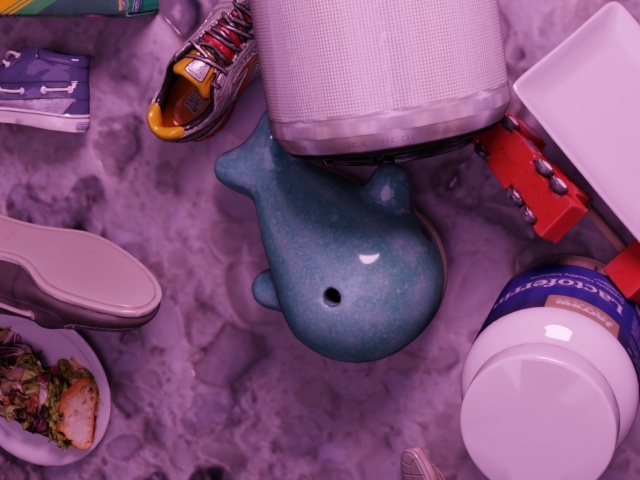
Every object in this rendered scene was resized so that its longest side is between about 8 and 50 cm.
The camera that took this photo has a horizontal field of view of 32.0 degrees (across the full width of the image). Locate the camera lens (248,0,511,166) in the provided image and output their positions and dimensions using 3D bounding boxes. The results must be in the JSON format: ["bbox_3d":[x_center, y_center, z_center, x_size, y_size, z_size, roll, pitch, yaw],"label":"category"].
[{"bbox_3d":[0.047,-0.213,0.991,0.219,0.219,0.274,-5,103,20],"label":"camera lens"}]

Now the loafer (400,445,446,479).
[{"bbox_3d":[0.123,0.276,1.205,0.045,0.039,0.125,-13,99,55],"label":"loafer"}]

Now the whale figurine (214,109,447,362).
[{"bbox_3d":[0.000,0.000,1.108,0.216,0.141,0.272,-40,89,24],"label":"whale figurine"}]

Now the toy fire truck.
[{"bbox_3d":[0.231,-0.036,1.044,0.047,0.135,0.192,-48,49,23],"label":"toy fire truck"}]

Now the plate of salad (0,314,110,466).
[{"bbox_3d":[-0.343,0.180,1.324,0.199,0.048,0.200,5,107,17],"label":"plate of salad"}]

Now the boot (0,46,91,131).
[{"bbox_3d":[-0.339,-0.172,1.222,0.190,0.069,0.086,8,100,8],"label":"boot"}]

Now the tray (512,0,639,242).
[{"bbox_3d":[0.303,-0.075,1.018,0.145,0.030,0.270,-40,90,-16],"label":"tray"}]

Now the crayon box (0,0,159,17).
[{"bbox_3d":[-0.259,-0.368,1.126,0.165,0.081,0.279,3,106,17],"label":"crayon box"}]

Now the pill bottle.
[{"bbox_3d":[0.211,0.117,1.002,0.153,0.264,0.153,5,106,17],"label":"pill bottle"}]

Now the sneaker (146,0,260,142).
[{"bbox_3d":[-0.094,-0.181,1.117,0.088,0.093,0.225,38,112,5],"label":"sneaker"}]

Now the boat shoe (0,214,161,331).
[{"bbox_3d":[-0.322,0.042,1.256,0.335,0.112,0.096,19,128,19],"label":"boat shoe"}]
